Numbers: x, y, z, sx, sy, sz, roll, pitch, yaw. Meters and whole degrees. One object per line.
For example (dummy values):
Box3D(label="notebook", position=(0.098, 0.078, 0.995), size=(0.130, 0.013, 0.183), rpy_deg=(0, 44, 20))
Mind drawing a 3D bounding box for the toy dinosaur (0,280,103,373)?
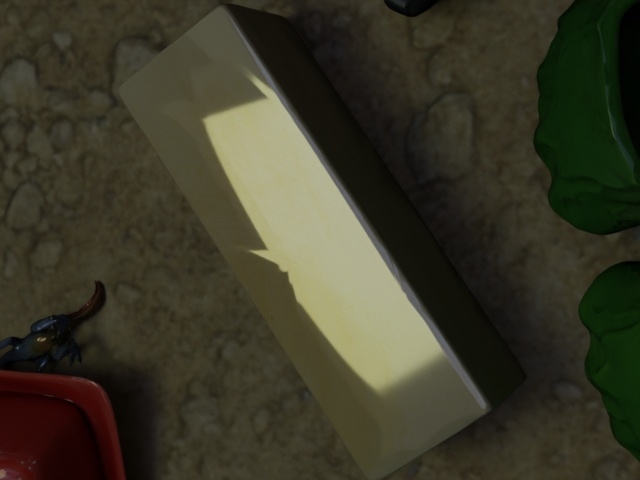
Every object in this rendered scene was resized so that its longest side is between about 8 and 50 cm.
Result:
Box3D(label="toy dinosaur", position=(-0.188, 0.075, 0.886), size=(0.082, 0.090, 0.047), rpy_deg=(-17, 109, 52))

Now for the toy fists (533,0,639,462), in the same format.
Box3D(label="toy fists", position=(0.181, 0.000, 0.690), size=(0.096, 0.142, 0.279), rpy_deg=(-14, 90, -11))

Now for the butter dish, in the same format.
Box3D(label="butter dish", position=(-0.213, 0.173, 0.838), size=(0.159, 0.118, 0.160), rpy_deg=(3, 113, 20))

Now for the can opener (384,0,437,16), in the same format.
Box3D(label="can opener", position=(0.096, -0.206, 0.748), size=(0.186, 0.059, 0.073), rpy_deg=(-52, 51, 6))

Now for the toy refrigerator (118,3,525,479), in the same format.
Box3D(label="toy refrigerator", position=(0.000, 0.000, 0.771), size=(0.094, 0.102, 0.270), rpy_deg=(-35, 83, 19))
